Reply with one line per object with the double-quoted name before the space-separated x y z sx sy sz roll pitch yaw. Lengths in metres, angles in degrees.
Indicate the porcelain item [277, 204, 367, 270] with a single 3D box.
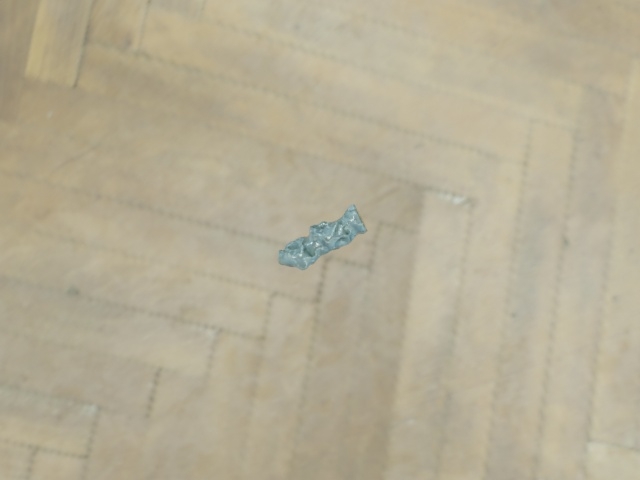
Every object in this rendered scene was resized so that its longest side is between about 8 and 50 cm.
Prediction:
"porcelain item" 0.000 0.000 1.558 0.083 0.036 0.028 -30 111 2
